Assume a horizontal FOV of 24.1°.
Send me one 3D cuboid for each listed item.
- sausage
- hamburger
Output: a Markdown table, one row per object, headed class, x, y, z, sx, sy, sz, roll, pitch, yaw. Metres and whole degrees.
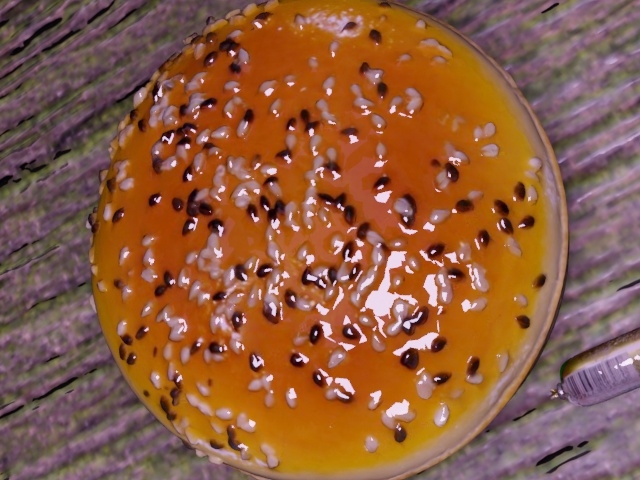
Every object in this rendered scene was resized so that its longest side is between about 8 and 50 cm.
| class | x | y | z | sx | sy | sz | roll | pitch | yaw |
| --- | --- | --- | --- | --- | --- | --- | --- | --- | --- |
| sausage | 0.249 | 0.035 | 0.831 | 0.269 | 0.033 | 0.033 | -26 | 69 | 17 |
| hamburger | 0.000 | 0.000 | 0.872 | 0.300 | 0.176 | 0.300 | -5 | 76 | 21 |
